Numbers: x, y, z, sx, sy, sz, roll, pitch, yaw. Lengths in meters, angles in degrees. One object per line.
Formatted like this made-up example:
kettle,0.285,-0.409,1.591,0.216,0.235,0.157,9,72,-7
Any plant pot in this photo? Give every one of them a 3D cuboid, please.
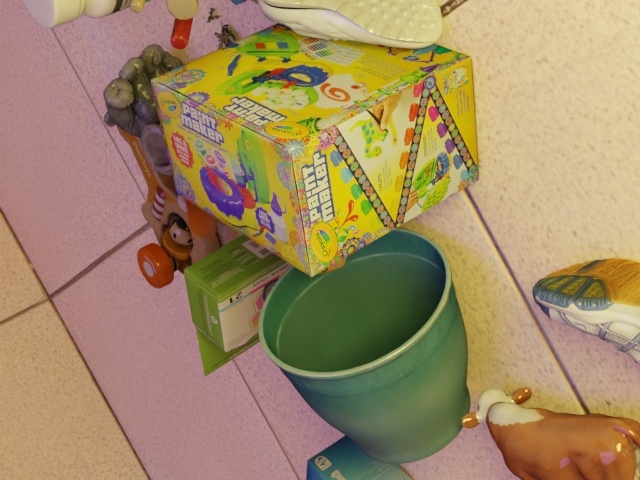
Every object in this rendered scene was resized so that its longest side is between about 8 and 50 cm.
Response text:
plant pot,0.086,0.166,1.612,0.272,0.272,0.255,26,150,47

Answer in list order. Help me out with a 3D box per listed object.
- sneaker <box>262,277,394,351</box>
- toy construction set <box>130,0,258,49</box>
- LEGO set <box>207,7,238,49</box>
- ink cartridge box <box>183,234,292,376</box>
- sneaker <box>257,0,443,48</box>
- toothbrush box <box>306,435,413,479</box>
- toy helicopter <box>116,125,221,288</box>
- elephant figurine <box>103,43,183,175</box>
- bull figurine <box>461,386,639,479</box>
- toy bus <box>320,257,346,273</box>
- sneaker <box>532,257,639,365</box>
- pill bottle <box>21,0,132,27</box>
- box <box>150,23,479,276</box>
sneaker,0.002,0.146,1.818,0.226,0.086,0.163,23,152,-3
toy construction set,-0.134,-0.433,1.491,0.309,0.257,0.237,126,157,-43
LEGO set,-0.146,-0.321,1.782,0.054,0.023,0.083,-34,72,60
ink cartridge box,-0.114,0.119,1.956,0.097,0.189,0.255,35,144,37
sneaker,0.036,-0.278,1.402,0.235,0.090,0.095,19,160,10
toothbrush box,0.109,0.506,2.011,0.295,0.126,0.216,42,146,32
toy helicopter,-0.275,-0.095,2.083,0.235,0.140,0.355,-20,96,60
elephant figurine,-0.236,-0.192,1.923,0.239,0.169,0.186,42,180,2
bull figurine,0.315,0.285,1.500,0.310,0.101,0.188,-5,115,62
toy bus,-0.037,-0.082,1.633,0.333,0.130,0.108,44,145,51
sneaker,0.351,0.102,1.256,0.296,0.112,0.131,12,126,56
pill bottle,-0.288,-0.412,1.643,0.161,0.283,0.161,40,146,35
box,-0.006,-0.139,1.440,0.290,0.279,0.177,31,140,44
